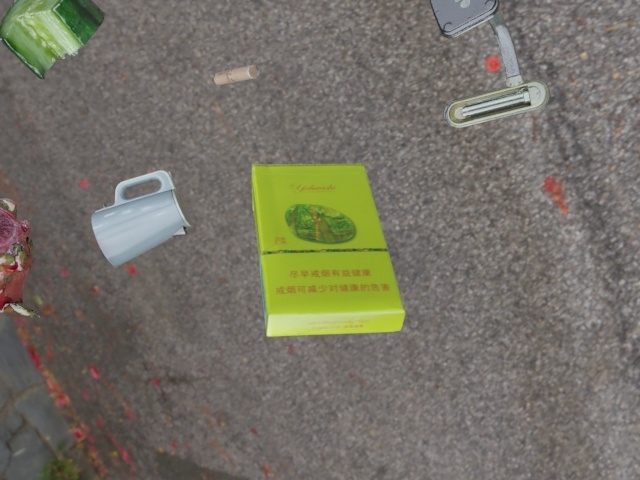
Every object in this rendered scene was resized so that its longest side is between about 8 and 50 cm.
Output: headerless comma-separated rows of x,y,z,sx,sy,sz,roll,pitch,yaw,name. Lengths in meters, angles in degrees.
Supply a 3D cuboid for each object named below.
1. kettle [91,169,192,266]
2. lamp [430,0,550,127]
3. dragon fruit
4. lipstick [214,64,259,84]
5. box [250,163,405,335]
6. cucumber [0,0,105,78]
-0.497,-0.072,2.201,0.160,0.243,0.210,64,-178,-78,kettle
0.275,-0.344,1.467,0.203,0.124,0.283,-22,136,23,lamp
-0.577,0.017,1.335,0.282,0.211,0.147,23,106,14,dragon fruit
-0.114,-0.222,1.068,0.094,0.019,0.019,5,117,54,lipstick
0.000,0.000,1.166,0.335,0.187,0.047,-101,12,-47,box
-0.527,-0.433,1.585,0.191,0.191,0.130,14,157,44,cucumber
